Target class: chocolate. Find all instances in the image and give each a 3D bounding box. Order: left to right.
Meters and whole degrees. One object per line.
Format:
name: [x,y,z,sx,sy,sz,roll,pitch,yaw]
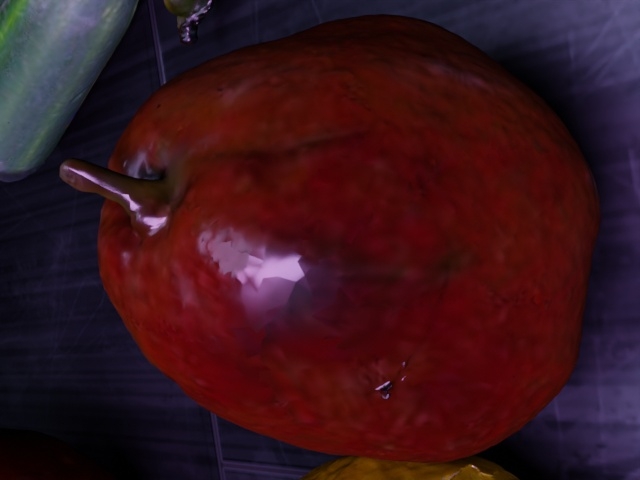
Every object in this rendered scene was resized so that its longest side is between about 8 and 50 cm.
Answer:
chocolate: [-0.206,-0.174,0.744,0.291,0.110,0.110,-42,67,38]

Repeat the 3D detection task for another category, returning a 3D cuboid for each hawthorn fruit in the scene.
hawthorn fruit: [0.000,0.000,0.443,0.224,0.261,0.224,-1,88,45]

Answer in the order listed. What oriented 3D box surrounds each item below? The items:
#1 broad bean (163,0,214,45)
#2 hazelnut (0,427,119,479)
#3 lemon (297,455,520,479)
broad bean: [-0.062,-0.230,0.619,0.070,0.048,0.214,50,123,44]
hazelnut: [-0.321,0.332,0.696,0.402,0.429,0.402,-15,68,42]
lemon: [0.041,0.194,0.489,0.193,0.180,0.181,5,100,29]
